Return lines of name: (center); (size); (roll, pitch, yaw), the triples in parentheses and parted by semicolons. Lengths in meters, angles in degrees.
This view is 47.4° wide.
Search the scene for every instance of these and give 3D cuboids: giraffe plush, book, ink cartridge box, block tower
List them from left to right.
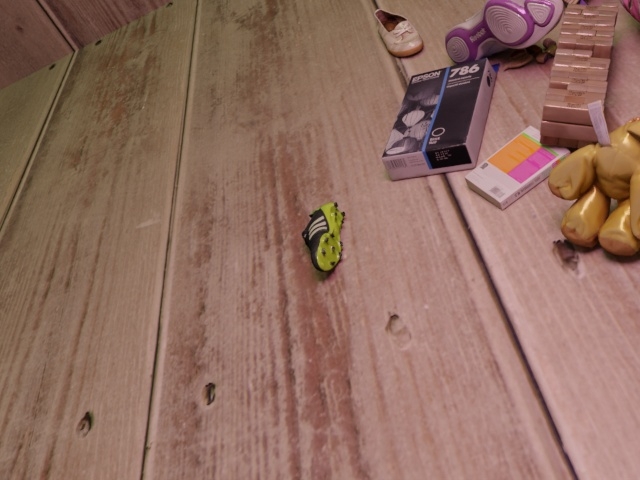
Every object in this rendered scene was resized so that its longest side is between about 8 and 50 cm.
ink cartridge box: (0.236, -0.254, 1.395); (0.165, 0.065, 0.332); (-8, 41, 30)
book: (0.323, -0.119, 1.198); (0.144, 0.035, 0.096); (-35, 40, -6)
block tower: (0.439, -0.284, 1.234); (0.097, 0.091, 0.335); (11, 48, 19)
giraffe plush: (0.435, -0.099, 1.003); (0.170, 0.210, 0.181); (-19, 21, -36)

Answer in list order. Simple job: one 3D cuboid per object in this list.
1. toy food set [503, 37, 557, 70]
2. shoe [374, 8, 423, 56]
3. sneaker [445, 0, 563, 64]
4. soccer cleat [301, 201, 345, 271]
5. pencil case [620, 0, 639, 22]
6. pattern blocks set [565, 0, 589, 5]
toy food set: (0.424, -0.368, 1.433); (0.122, 0.019, 0.078); (-9, 40, 39)
shoe: (0.177, -0.492, 1.721); (0.076, 0.058, 0.219); (-30, 36, 2)
sneaker: (0.369, -0.435, 1.420); (0.152, 0.114, 0.305); (-34, 14, -20)
soccer cleat: (0.000, 0.000, 1.274); (0.072, 0.060, 0.179); (-25, 29, 25)
pencil case: (0.573, -0.399, 1.142); (0.167, 0.160, 0.386); (-58, 2, 24)
pattern blocks set: (0.514, -0.577, 1.477); (0.285, 0.026, 0.325); (-44, 44, 44)
